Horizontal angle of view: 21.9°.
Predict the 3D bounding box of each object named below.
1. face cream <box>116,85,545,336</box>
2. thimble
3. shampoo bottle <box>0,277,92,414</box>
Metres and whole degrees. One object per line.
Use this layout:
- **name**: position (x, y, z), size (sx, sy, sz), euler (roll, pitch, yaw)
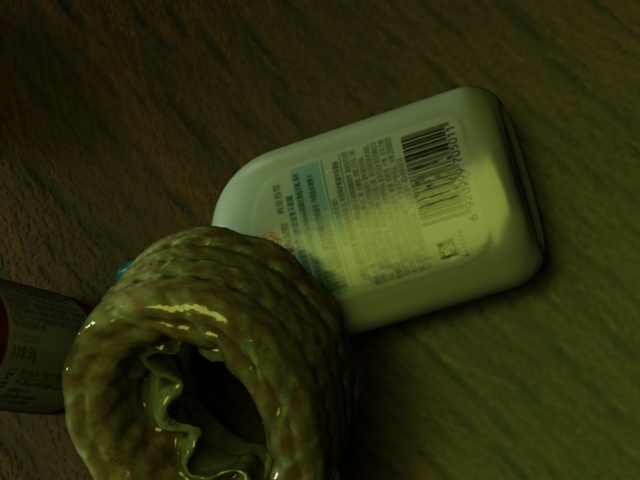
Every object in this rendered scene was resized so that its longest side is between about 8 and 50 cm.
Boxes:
- **face cream**: position (0.000, 0.000, 1.305), size (0.336, 0.080, 0.163), euler (-18, 77, 16)
- **thimble**: position (-0.074, 0.112, 1.235), size (0.196, 0.148, 0.229), euler (-33, 103, 29)
- **shampoo bottle**: position (-0.269, 0.076, 1.279), size (0.104, 0.278, 0.104), euler (-3, 80, 18)
